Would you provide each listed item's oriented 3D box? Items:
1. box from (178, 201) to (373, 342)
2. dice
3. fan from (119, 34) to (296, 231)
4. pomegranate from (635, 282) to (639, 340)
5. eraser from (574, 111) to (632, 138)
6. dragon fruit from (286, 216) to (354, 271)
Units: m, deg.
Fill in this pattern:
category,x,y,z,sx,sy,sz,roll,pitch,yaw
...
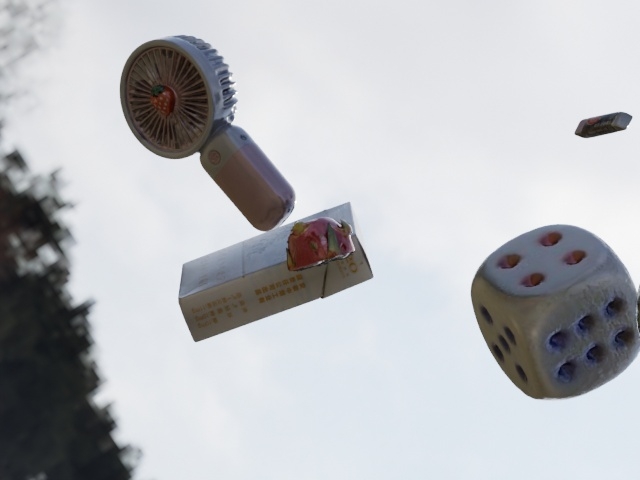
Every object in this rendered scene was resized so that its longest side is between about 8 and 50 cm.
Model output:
category,x,y,z,sx,sy,sz,roll,pitch,yaw
box,-0.056,0.037,2.201,0.149,0.233,0.067,-98,167,-70
dice,0.341,0.102,2.577,0.192,0.193,0.194,39,-27,57
fan,-0.115,-0.112,1.899,0.244,0.074,0.130,49,-55,13
pomegranate,0.428,0.053,1.698,0.254,0.270,0.254,14,-62,27
eraser,0.368,-0.151,2.331,0.019,0.027,0.099,38,-21,-20
dragon fruit,0.000,0.000,2.075,0.060,0.083,0.056,148,-71,-71
